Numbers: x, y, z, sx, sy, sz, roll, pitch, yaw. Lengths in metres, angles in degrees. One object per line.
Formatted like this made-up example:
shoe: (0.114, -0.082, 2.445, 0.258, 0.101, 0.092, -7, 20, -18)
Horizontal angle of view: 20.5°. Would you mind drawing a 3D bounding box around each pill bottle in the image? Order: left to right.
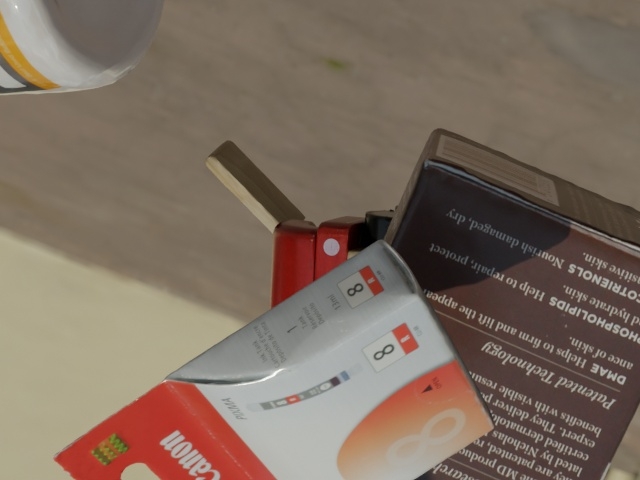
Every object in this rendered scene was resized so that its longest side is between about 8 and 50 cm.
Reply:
pill bottle: (-0.249, -0.166, 1.100, 0.278, 0.162, 0.162, -1, 163, 28)

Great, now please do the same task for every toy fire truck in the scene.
toy fire truck: (0.000, 0.000, 1.580, 0.246, 0.158, 0.217, 5, -172, 21)

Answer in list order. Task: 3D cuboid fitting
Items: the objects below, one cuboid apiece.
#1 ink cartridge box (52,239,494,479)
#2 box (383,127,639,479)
ink cartridge box: (-0.016, 0.093, 0.835, 0.045, 0.179, 0.145, 53, 177, 36)
box: (0.102, 0.061, 1.060, 0.167, 0.203, 0.168, 23, -168, 1)
